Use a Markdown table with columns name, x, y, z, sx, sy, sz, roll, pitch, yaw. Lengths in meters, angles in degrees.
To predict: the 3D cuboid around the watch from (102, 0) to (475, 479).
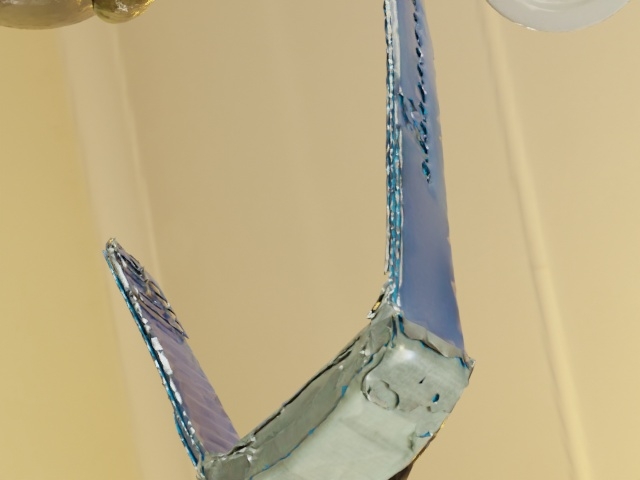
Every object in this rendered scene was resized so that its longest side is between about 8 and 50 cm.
| name | x | y | z | sx | sy | sz | roll | pitch | yaw |
| --- | --- | --- | --- | --- | --- | --- | --- | --- | --- |
| watch | 0.009 | -0.005 | 0.798 | 0.276 | 0.068 | 0.274 | -49 | -145 | 14 |

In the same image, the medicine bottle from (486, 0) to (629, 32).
| name | x | y | z | sx | sy | sz | roll | pitch | yaw |
| --- | --- | --- | --- | --- | --- | --- | --- | --- | --- |
| medicine bottle | 0.096 | -0.164 | 0.638 | 0.260 | 0.095 | 0.095 | -81 | -175 | -63 |

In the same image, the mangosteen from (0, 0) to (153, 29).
| name | x | y | z | sx | sy | sz | roll | pitch | yaw |
| --- | --- | --- | --- | --- | --- | --- | --- | --- | --- |
| mangosteen | -0.207 | -0.291 | 1.177 | 0.288 | 0.288 | 0.288 | 14 | -71 | 50 |
